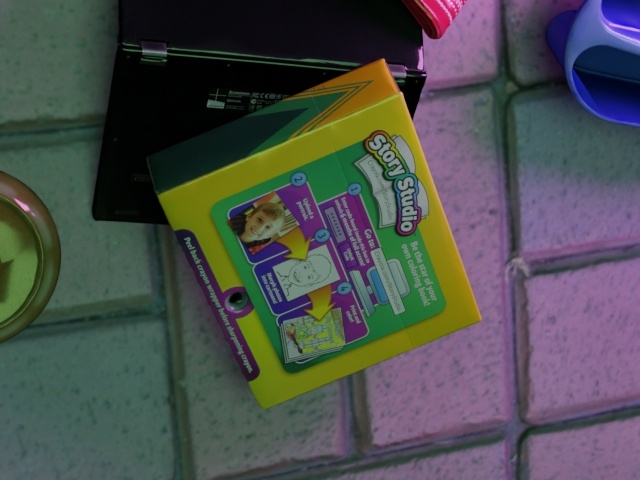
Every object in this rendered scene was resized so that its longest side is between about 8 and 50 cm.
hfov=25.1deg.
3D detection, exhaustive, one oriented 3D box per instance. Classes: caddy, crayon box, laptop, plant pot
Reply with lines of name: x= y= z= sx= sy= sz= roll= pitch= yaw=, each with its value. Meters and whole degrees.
caddy: x=0.467 y=-0.267 z=1.898 sx=0.341 sy=0.179 sz=0.241 roll=8 pitch=121 yaw=-20
crayon box: x=0.000 y=0.000 z=1.790 sx=0.313 sy=0.106 sz=0.363 roll=-23 pitch=124 yaw=-1
laptop: x=-0.083 y=-0.241 z=1.824 sx=0.382 sy=0.236 sz=0.408 roll=3 pitch=129 yaw=-16
plant pot: x=-0.435 y=0.025 z=1.761 sx=0.236 sy=0.032 sz=0.236 roll=-4 pitch=102 yaw=-18

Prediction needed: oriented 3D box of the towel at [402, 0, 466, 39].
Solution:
towel: x=0.149 y=-0.404 z=1.806 sx=0.199 sy=0.031 sz=0.275 roll=49 pitch=54 yaw=-21
